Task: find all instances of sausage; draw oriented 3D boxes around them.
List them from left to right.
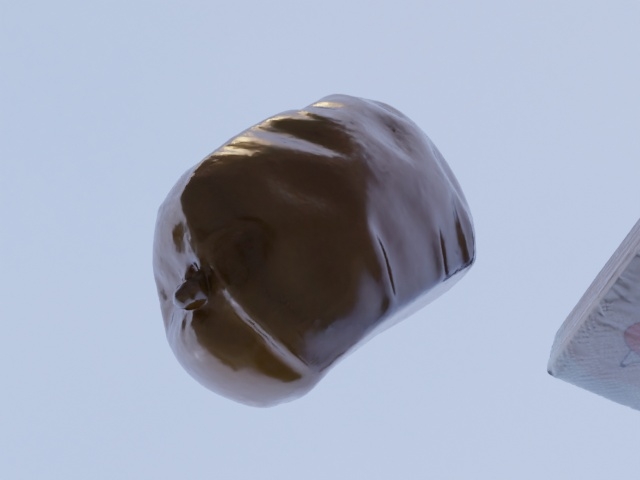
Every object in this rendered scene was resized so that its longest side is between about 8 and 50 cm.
[{"bbox_3d":[0.000,0.001,0.689,0.136,0.120,0.241,51,-147,2],"label":"sausage"}]

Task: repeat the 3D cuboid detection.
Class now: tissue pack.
[{"bbox_3d":[0.352,0.040,1.169,0.170,0.325,0.071,23,-134,-2],"label":"tissue pack"}]
